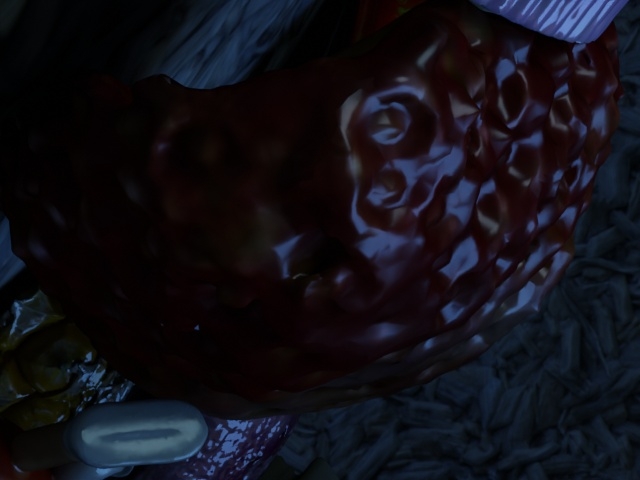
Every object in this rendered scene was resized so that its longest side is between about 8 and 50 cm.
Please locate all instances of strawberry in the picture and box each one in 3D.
[{"bbox_3d":[0.000,0.000,0.613,0.265,0.149,0.336,-10,179,5],"label":"strawberry"}]

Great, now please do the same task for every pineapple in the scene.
[{"bbox_3d":[-0.144,0.068,0.891,0.225,0.076,0.225,-53,175,-7],"label":"pineapple"}]

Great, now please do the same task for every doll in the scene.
[{"bbox_3d":[-0.166,0.106,0.658,0.183,0.085,0.217,4,153,-33],"label":"doll"}]

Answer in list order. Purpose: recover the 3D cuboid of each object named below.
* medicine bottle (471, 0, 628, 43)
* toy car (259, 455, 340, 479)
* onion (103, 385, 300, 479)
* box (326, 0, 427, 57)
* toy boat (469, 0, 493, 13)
[{"bbox_3d":[0.111,-0.227,0.494,0.291,0.178,0.178,-54,175,23],"label":"medicine bottle"},{"bbox_3d":[-0.168,0.272,1.246,0.336,0.226,0.242,-55,175,17],"label":"toy car"},{"bbox_3d":[-0.106,0.126,1.028,0.283,0.120,0.227,-48,-159,7],"label":"onion"},{"bbox_3d":[0.027,-0.050,1.110,0.313,0.089,0.197,115,-14,-66],"label":"box"},{"bbox_3d":[0.140,-0.261,0.800,0.293,0.111,0.276,-57,-174,26],"label":"toy boat"}]
